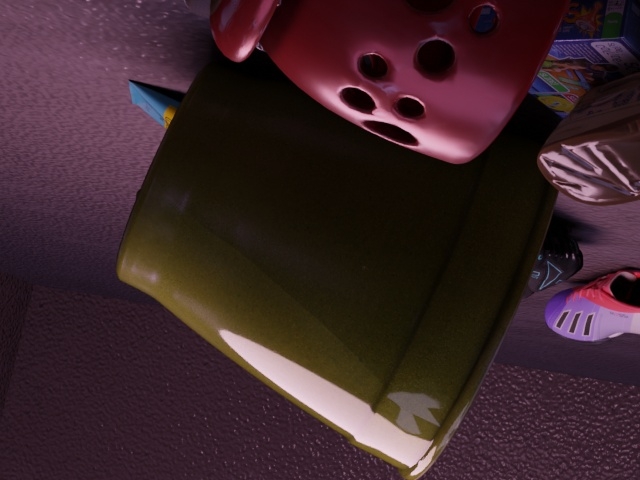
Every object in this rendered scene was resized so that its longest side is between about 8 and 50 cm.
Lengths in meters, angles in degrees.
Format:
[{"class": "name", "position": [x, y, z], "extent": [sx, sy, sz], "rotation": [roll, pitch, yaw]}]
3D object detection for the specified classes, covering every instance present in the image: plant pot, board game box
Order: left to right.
[{"class": "plant pot", "position": [0.000, 0.000, 1.343], "extent": [0.353, 0.366, 0.366], "rotation": [23, 169, -2]}, {"class": "plant pot", "position": [0.039, -0.160, 0.777], "extent": [0.174, 0.191, 0.191], "rotation": [21, 168, -13]}, {"class": "board game box", "position": [0.225, -0.139, 1.093], "extent": [0.136, 0.035, 0.201], "rotation": [4, 167, 37]}]

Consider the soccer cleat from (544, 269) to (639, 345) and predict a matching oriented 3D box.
[{"class": "soccer cleat", "position": [0.425, 0.086, 1.953], "extent": [0.116, 0.108, 0.318], "rotation": [42, 160, -25]}]

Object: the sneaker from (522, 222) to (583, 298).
[{"class": "sneaker", "position": [0.268, 0.001, 1.708], "extent": [0.106, 0.101, 0.267], "rotation": [-13, 164, 14]}]

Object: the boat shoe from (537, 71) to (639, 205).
[{"class": "boat shoe", "position": [0.283, -0.099, 0.977], "extent": [0.285, 0.089, 0.104], "rotation": [-9, 135, 45]}]

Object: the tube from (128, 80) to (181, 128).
[{"class": "tube", "position": [-0.122, -0.116, 1.512], "extent": [0.207, 0.052, 0.080], "rotation": [30, 162, 2]}]

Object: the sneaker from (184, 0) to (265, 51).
[{"class": "sneaker", "position": [-0.053, -0.184, 1.077], "extent": [0.158, 0.065, 0.061], "rotation": [2, 166, 41]}]
